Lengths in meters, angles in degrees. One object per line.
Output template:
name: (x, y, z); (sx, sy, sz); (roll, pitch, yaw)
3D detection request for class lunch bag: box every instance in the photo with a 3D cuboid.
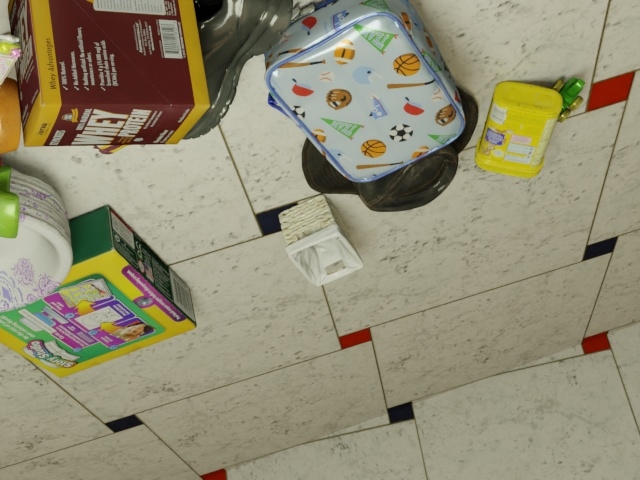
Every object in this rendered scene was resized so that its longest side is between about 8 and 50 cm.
lunch bag: (0.059, -0.229, 1.246); (0.243, 0.115, 0.303); (-23, 135, 22)

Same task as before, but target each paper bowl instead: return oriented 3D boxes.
paper bowl: (-0.534, -0.013, 1.295); (0.284, 0.148, 0.284); (-13, 150, -8)

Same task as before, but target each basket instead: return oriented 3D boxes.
basket: (0.000, 0.000, 1.637); (0.113, 0.103, 0.167); (-23, 150, 9)

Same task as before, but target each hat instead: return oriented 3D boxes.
hat: (0.140, -0.129, 1.474); (0.331, 0.134, 0.331); (-14, 150, -8)

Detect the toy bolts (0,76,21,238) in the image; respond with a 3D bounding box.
toy bolts: (-0.483, -0.130, 1.080); (0.158, 0.228, 0.218); (-2, 123, -28)

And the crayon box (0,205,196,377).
crayon box: (-0.451, 0.111, 1.583); (0.313, 0.106, 0.363); (-20, 149, 6)

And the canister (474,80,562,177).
canister: (0.352, -0.197, 1.502); (0.126, 0.073, 0.170); (12, 147, 6)

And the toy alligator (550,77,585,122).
toy alligator: (0.423, -0.243, 1.521); (0.051, 0.056, 0.190); (-49, 178, -33)

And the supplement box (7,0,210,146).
supplement box: (-0.258, -0.224, 1.011); (0.194, 0.191, 0.129); (-4, 167, -29)

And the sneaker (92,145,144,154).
sneaker: (-0.337, -0.161, 1.235); (0.185, 0.070, 0.084); (-2, 141, -23)

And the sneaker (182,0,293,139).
sneaker: (-0.160, -0.261, 1.152); (0.130, 0.109, 0.286); (16, 127, -35)

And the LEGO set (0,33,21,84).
LEGO set: (-0.445, -0.217, 0.976); (0.287, 0.132, 0.107); (-17, 170, 38)
